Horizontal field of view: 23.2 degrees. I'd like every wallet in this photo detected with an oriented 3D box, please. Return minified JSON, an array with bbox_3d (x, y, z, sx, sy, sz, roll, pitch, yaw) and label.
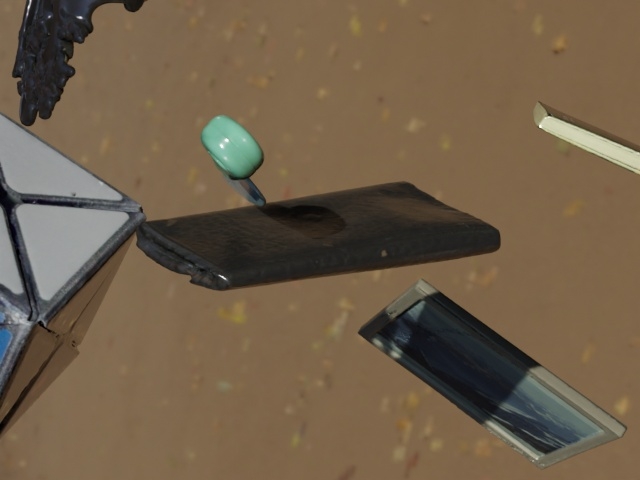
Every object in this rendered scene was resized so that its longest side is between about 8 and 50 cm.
[{"bbox_3d":[0.000,0.000,1.482,0.170,0.321,0.044,31,123,50],"label":"wallet"}]

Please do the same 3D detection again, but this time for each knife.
[{"bbox_3d":[-0.068,-0.059,1.352,0.034,0.063,0.260,-47,-5,-5],"label":"knife"}]

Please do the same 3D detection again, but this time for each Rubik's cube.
[{"bbox_3d":[-0.378,0.040,1.693,0.259,0.260,0.255,-56,-3,37],"label":"Rubik's cube"}]

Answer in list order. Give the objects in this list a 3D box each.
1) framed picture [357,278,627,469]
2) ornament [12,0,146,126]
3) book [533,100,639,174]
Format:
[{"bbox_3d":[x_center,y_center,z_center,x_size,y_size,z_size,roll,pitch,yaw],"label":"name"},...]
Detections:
[{"bbox_3d":[0.224,0.188,2.124,0.022,0.335,0.247,-55,4,-25],"label":"framed picture"},{"bbox_3d":[-0.210,-0.223,1.305,0.251,0.106,0.260,23,101,62],"label":"ornament"},{"bbox_3d":[0.339,-0.092,1.687,0.160,0.228,0.024,-62,-5,-79],"label":"book"}]
